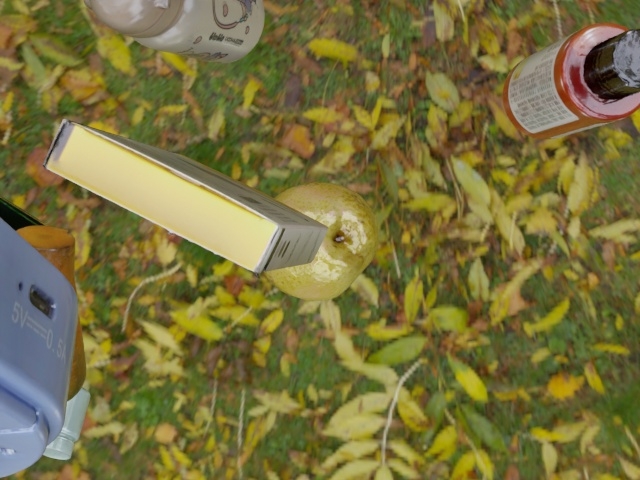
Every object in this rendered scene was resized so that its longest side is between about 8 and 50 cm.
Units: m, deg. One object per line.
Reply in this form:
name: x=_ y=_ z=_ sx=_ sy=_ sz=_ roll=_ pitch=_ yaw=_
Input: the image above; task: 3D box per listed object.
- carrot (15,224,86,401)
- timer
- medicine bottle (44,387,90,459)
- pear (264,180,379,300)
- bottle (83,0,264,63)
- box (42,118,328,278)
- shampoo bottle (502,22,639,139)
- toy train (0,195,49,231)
carrot: x=-0.286 y=0.078 z=1.172 sx=0.087 sy=0.087 sz=0.193 roll=1 pitch=116 yaw=4
timer: x=-0.386 y=0.086 z=0.966 sx=0.395 sy=0.173 sz=0.395 roll=0 pitch=152 yaw=0
medicine bottle: x=-0.307 y=0.215 z=1.365 sx=0.047 sy=0.083 sz=0.047 roll=9 pitch=152 yaw=5
pear: x=0.000 y=0.000 z=1.567 sx=0.178 sy=0.178 sz=0.178 roll=1 pitch=109 yaw=4
bottle: x=-0.147 y=-0.231 z=1.113 sx=0.110 sy=0.209 sz=0.097 roll=9 pitch=95 yaw=24
box: x=-0.067 y=-0.022 z=0.701 sx=0.129 sy=0.247 sz=0.033 roll=26 pitch=93 yaw=7
shampoo bottle: x=0.288 y=-0.173 z=1.235 sx=0.104 sy=0.278 sz=0.104 roll=0 pitch=89 yaw=-10
toy train: x=-0.399 y=-0.033 z=1.403 sx=0.042 sy=0.209 sz=0.044 roll=33 pitch=85 yaw=33
